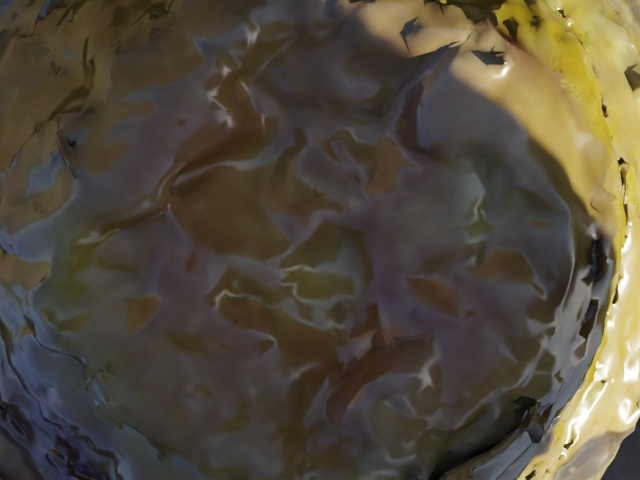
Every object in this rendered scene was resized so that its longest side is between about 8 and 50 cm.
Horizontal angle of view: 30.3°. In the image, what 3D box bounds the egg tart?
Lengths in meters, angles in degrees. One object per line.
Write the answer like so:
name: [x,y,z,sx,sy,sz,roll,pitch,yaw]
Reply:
egg tart: [0.000,0.000,0.467,0.352,0.351,0.150,8,-178,-4]
